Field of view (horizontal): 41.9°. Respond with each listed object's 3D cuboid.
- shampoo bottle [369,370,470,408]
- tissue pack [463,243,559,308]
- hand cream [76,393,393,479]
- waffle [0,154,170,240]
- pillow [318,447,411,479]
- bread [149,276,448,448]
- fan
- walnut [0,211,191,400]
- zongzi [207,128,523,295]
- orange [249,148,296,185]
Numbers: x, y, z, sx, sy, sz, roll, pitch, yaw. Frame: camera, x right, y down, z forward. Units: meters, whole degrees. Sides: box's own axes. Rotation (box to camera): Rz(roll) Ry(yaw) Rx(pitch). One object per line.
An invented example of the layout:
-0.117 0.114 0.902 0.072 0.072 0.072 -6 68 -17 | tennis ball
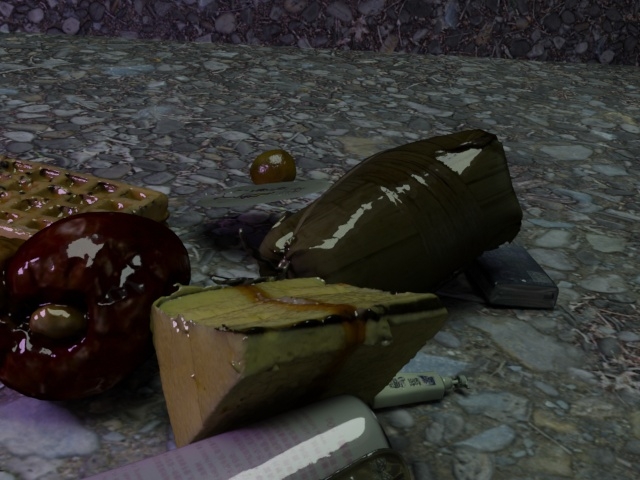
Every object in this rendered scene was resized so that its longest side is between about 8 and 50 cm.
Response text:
0.122 0.184 1.060 0.141 0.034 0.049 -2 20 -21 | shampoo bottle
0.307 0.055 1.368 0.112 0.051 0.156 4 24 -10 | tissue pack
-0.099 0.251 0.795 0.358 0.118 0.185 -14 33 -23 | hand cream
-0.460 -0.025 1.309 0.376 0.114 0.261 13 28 16 | waffle
-0.001 0.271 0.746 0.217 0.130 0.033 -10 -2 -29 | pillow
-0.029 0.088 0.909 0.263 0.236 0.198 -8 67 -32 | bread
-0.178 -0.079 1.464 0.414 0.012 0.233 -4 11 19 | fan
-0.297 0.064 1.029 0.244 0.222 0.269 18 11 8 | walnut
0.009 0.020 1.339 0.500 0.218 0.467 -29 6 -28 | zongzi
-0.095 -0.141 1.677 0.095 0.085 0.085 -6 26 -8 | orange
